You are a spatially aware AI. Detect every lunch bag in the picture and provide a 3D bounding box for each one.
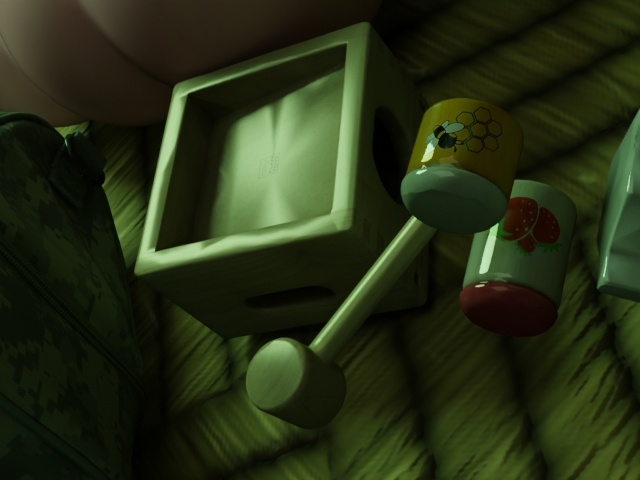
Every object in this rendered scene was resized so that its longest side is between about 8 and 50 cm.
[{"bbox_3d":[-0.264,0.073,0.543,0.305,0.212,0.256,-29,31,14],"label":"lunch bag"}]

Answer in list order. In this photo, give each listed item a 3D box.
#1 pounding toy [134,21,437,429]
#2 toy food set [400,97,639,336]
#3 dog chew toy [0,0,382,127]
[{"bbox_3d":[0.008,0.003,0.470,0.181,0.094,0.206,-12,56,28],"label":"pounding toy"},{"bbox_3d":[0.136,0.033,0.337,0.232,0.111,0.104,15,66,7],"label":"toy food set"},{"bbox_3d":[-0.118,-0.170,0.613,0.332,0.207,0.206,-15,52,36],"label":"dog chew toy"}]
